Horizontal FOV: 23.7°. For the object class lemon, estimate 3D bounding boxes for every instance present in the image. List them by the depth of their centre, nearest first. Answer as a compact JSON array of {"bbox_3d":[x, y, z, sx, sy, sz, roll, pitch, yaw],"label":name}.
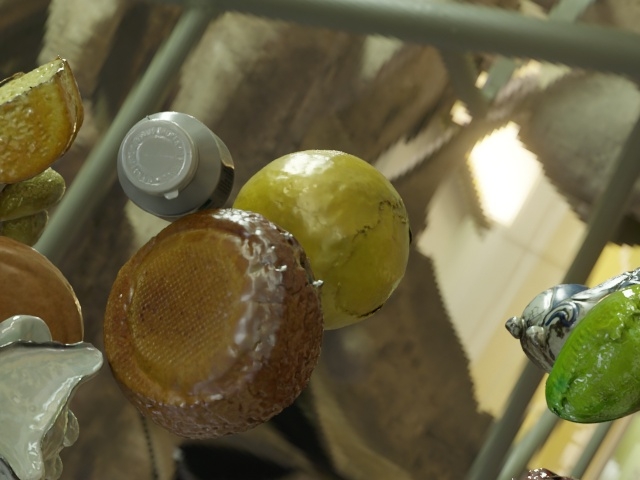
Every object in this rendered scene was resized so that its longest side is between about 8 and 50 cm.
[{"bbox_3d":[0.001,0.000,2.346,0.297,0.297,0.297,-51,-21,-27],"label":"lemon"}]

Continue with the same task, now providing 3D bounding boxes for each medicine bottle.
[{"bbox_3d":[-0.189,-0.094,1.956,0.135,0.135,0.215,-60,-6,-1],"label":"medicine bottle"}]

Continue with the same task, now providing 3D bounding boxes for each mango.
[{"bbox_3d":[0.302,0.115,1.549,0.178,0.119,0.100,-43,21,13],"label":"mango"}]

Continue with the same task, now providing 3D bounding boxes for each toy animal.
[{"bbox_3d":[-0.393,0.236,1.851,0.289,0.174,0.249,-61,1,34],"label":"toy animal"}]

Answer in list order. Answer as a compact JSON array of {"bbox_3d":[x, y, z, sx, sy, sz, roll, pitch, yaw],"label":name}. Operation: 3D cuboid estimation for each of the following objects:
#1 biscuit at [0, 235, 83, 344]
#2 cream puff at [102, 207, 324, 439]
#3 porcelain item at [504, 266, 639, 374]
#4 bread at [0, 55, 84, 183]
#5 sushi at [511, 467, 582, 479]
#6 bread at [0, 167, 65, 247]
[{"bbox_3d":[-0.563,0.147,2.154,0.078,0.455,0.350,-110,6,-69],"label":"biscuit"},{"bbox_3d":[-0.123,0.108,1.910,0.212,0.303,0.303,25,-86,-55],"label":"cream puff"},{"bbox_3d":[0.368,0.111,2.091,0.186,0.138,0.288,-41,-1,-3],"label":"porcelain item"},{"bbox_3d":[-0.440,-0.154,2.192,0.229,0.139,0.143,-28,14,0],"label":"bread"},{"bbox_3d":[0.302,0.415,1.893,0.236,0.270,0.171,-58,4,20],"label":"sushi"},{"bbox_3d":[-0.443,-0.043,2.320,0.187,0.065,0.149,-23,-43,-79],"label":"bread"}]
